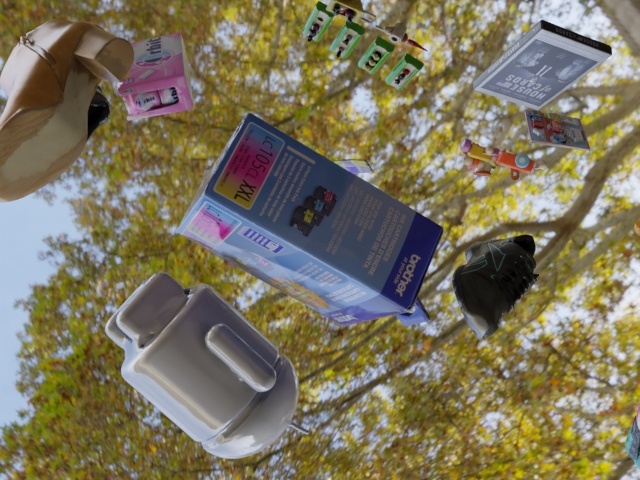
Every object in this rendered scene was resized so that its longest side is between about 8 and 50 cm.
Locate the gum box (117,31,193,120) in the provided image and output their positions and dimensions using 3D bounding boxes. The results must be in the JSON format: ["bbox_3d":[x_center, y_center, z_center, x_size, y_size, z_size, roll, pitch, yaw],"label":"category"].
[{"bbox_3d":[-0.272,-0.270,1.285,0.107,0.062,0.188,-13,-142,-3],"label":"gum box"}]

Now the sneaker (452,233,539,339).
[{"bbox_3d":[0.269,0.055,1.178,0.101,0.106,0.267,61,-155,-15],"label":"sneaker"}]

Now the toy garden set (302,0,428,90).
[{"bbox_3d":[0.091,-0.389,1.533,0.244,0.204,0.049,28,-108,-9],"label":"toy garden set"}]

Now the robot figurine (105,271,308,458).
[{"bbox_3d":[-0.176,0.211,1.263,0.353,0.300,0.200,45,-118,-11],"label":"robot figurine"}]

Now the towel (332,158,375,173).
[{"bbox_3d":[0.072,-0.160,1.689,0.083,0.060,0.009,3,-110,25],"label":"towel"}]

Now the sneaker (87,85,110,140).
[{"bbox_3d":[-0.488,-0.174,1.368,0.286,0.109,0.130,-47,-139,-6],"label":"sneaker"}]

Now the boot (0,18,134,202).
[{"bbox_3d":[-0.404,-0.191,1.091,0.211,0.104,0.295,20,-113,41],"label":"boot"}]

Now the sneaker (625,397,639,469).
[{"bbox_3d":[0.626,0.362,1.427,0.123,0.295,0.179,5,-76,23],"label":"sneaker"}]

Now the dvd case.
[{"bbox_3d":[0.464,-0.365,1.651,0.179,0.238,0.030,13,-115,-20],"label":"dvd case"}]

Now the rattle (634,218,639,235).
[{"bbox_3d":[0.632,-0.078,1.430,0.142,0.130,0.200,-3,-124,12],"label":"rattle"}]

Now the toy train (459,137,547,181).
[{"bbox_3d":[0.264,-0.109,1.142,0.125,0.166,0.046,19,-82,13],"label":"toy train"}]

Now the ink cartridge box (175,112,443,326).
[{"bbox_3d":[0.000,0.000,1.194,0.395,0.270,0.151,28,-108,-11],"label":"ink cartridge box"}]

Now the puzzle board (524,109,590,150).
[{"bbox_3d":[0.397,-0.188,1.310,0.096,0.011,0.128,8,-147,4],"label":"puzzle board"}]
